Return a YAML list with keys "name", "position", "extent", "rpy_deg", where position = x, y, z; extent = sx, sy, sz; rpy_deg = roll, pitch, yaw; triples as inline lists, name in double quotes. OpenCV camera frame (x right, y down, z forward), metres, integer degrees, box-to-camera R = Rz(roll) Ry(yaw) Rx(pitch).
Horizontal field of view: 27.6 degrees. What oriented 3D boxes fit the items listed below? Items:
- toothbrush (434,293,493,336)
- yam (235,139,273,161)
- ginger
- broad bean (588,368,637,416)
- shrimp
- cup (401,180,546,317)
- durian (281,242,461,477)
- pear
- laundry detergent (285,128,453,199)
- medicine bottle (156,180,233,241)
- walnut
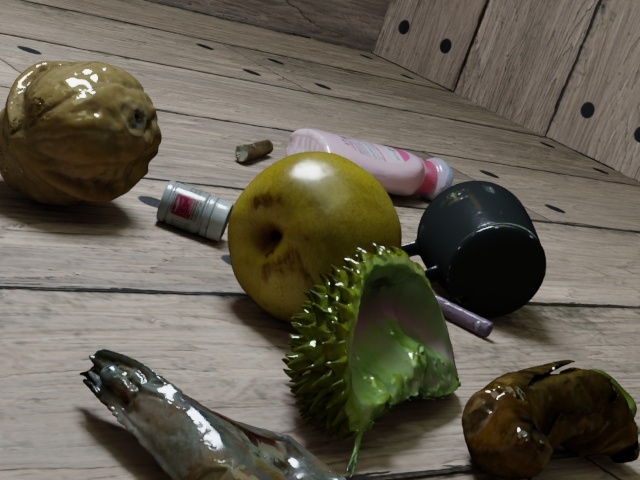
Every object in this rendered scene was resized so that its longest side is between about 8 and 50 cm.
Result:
- name: "toothbrush"
  position: [0.082, 0.051, 1.818]
  extent: [0.354, 0.024, 0.029]
  rpy_deg: [26, 22, 24]
- name: "yam"
  position: [-0.117, -0.158, 2.292]
  extent: [0.032, 0.032, 0.145]
  rpy_deg: [23, 15, 12]
- name: "ginger"
  position: [0.236, 0.191, 1.374]
  extent: [0.309, 0.107, 0.133]
  rpy_deg: [3, 46, -50]
- name: "broad bean"
  position: [0.358, 0.196, 1.624]
  extent: [0.083, 0.045, 0.063]
  rpy_deg: [37, 23, 29]
- name: "shrimp"
  position: [-0.074, 0.179, 1.102]
  extent: [0.317, 0.062, 0.164]
  rpy_deg: [33, 15, 28]
- name: "cup"
  position: [0.210, 0.022, 1.878]
  extent: [0.223, 0.169, 0.176]
  rpy_deg: [-17, 29, -4]
- name: "durian"
  position: [0.061, 0.106, 1.358]
  extent: [0.169, 0.157, 0.355]
  rpy_deg: [41, 20, 13]
- name: "pear"
  position: [0.000, 0.000, 1.543]
  extent: [0.209, 0.209, 0.209]
  rpy_deg: [19, 15, -5]
- name: "laundry detergent"
  position: [0.102, -0.133, 2.383]
  extent: [0.335, 0.088, 0.159]
  rpy_deg: [9, 18, -40]
- name: "medicine bottle"
  position: [-0.169, -0.039, 1.748]
  extent: [0.091, 0.058, 0.058]
  rpy_deg: [20, 15, 1]
- name: "walnut"
  position: [-0.309, -0.138, 1.659]
  extent: [0.198, 0.198, 0.245]
  rpy_deg: [27, 21, 24]
